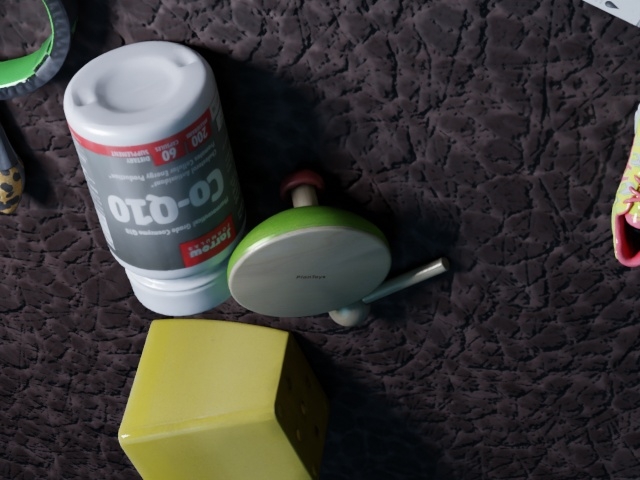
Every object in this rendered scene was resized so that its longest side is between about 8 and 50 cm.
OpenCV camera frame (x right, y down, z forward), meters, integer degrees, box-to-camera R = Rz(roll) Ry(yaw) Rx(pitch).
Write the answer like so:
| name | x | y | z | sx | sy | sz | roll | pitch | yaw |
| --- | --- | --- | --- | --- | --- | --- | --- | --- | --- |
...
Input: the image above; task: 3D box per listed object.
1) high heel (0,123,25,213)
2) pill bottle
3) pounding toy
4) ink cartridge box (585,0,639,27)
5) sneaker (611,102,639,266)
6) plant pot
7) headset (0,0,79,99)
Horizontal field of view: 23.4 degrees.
| name | x | y | z | sx | sy | sz | roll | pitch | yaw |
| --- | --- | --- | --- | --- | --- | --- | --- | --- | --- |
| high heel | -0.489 | -0.099 | 1.853 | 0.261 | 0.093 | 0.186 | -4 | 126 | 17 |
| pill bottle | -0.169 | -0.061 | 1.687 | 0.161 | 0.161 | 0.283 | 8 | 136 | 20 |
| pounding toy | 0.000 | 0.000 | 1.735 | 0.237 | 0.110 | 0.183 | 19 | 137 | -40 |
| ink cartridge box | 0.296 | -0.238 | 1.349 | 0.135 | 0.056 | 0.099 | 26 | 139 | 1 |
| sneaker | 0.329 | -0.055 | 1.497 | 0.081 | 0.094 | 0.208 | 16 | 137 | 13 |
| plant pot | -0.105 | 0.225 | 1.936 | 0.187 | 0.212 | 0.212 | -12 | 128 | 20 |
| headset | -0.441 | -0.300 | 1.625 | 0.394 | 0.185 | 0.243 | 26 | 137 | -24 |
